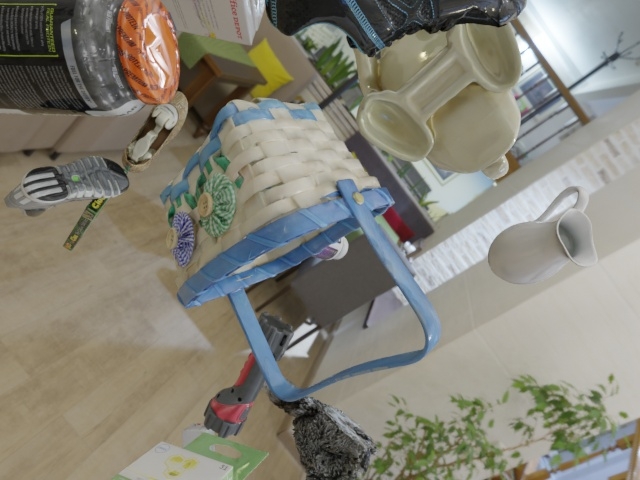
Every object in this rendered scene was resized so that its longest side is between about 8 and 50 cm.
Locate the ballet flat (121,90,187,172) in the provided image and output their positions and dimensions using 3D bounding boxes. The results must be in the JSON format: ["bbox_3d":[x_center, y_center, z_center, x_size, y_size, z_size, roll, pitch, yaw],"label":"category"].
[{"bbox_3d":[-0.349,-0.231,0.938,0.073,0.206,0.067,31,-3,-18],"label":"ballet flat"}]

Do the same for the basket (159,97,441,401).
[{"bbox_3d":[-0.038,0.021,0.473,0.201,0.255,0.288,-26,82,-48],"label":"basket"}]

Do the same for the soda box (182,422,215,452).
[{"bbox_3d":[-0.344,0.640,1.252,0.069,0.074,0.216,32,54,-79],"label":"soda box"}]

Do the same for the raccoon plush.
[{"bbox_3d":[-0.053,0.615,1.271,0.446,0.299,0.216,35,-4,14],"label":"raccoon plush"}]

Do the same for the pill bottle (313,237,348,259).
[{"bbox_3d":[0.000,0.000,1.328,0.193,0.108,0.108,22,37,-51],"label":"pill bottle"}]

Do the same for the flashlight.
[{"bbox_3d":[-0.174,0.314,1.041,0.103,0.304,0.103,23,10,-17],"label":"flashlight"}]

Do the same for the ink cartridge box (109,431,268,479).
[{"bbox_3d":[-0.226,0.411,0.801,0.235,0.171,0.056,-22,114,-62],"label":"ink cartridge box"}]

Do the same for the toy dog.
[{"bbox_3d":[0.251,-0.343,0.921,0.396,0.284,0.407,28,31,-24],"label":"toy dog"}]

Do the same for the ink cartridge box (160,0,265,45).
[{"bbox_3d":[-0.245,-0.567,0.956,0.171,0.233,0.168,95,9,-72],"label":"ink cartridge box"}]

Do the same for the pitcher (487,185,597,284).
[{"bbox_3d":[0.440,-0.005,0.881,0.126,0.207,0.177,27,67,-9],"label":"pitcher"}]

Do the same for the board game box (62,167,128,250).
[{"bbox_3d":[-0.553,-0.073,1.074,0.030,0.260,0.136,38,49,-22],"label":"board game box"}]

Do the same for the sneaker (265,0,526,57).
[{"bbox_3d":[0.094,-0.302,0.538,0.341,0.139,0.125,2,42,-22],"label":"sneaker"}]

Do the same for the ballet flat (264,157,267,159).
[{"bbox_3d":[-0.225,-0.264,1.313,0.123,0.123,0.348,40,-1,-34],"label":"ballet flat"}]

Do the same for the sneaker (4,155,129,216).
[{"bbox_3d":[-0.496,-0.101,0.854,0.086,0.132,0.229,69,23,-3],"label":"sneaker"}]

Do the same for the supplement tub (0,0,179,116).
[{"bbox_3d":[-0.425,-0.311,0.723,0.207,0.338,0.207,3,90,-86],"label":"supplement tub"}]
